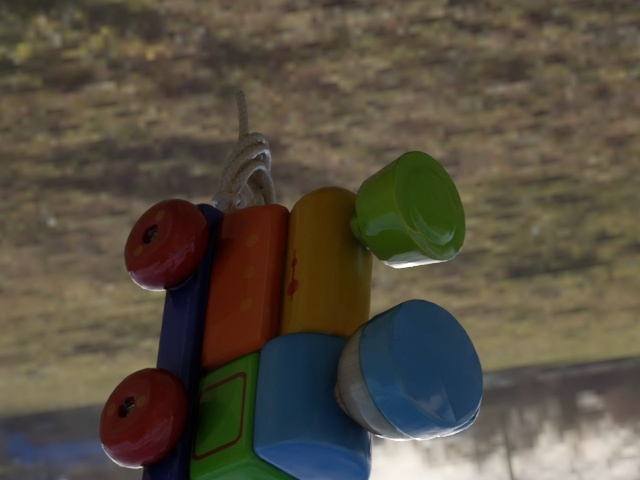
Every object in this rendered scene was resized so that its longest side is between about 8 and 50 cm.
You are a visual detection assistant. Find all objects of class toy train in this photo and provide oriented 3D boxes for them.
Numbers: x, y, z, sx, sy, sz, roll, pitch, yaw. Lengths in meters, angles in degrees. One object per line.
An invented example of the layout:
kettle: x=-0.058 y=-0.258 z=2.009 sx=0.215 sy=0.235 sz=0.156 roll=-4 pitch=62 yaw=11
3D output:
toy train: x=0.000 y=0.000 z=0.835 sx=0.143 sy=0.248 sz=0.105 roll=-26 pitch=134 yaw=35
